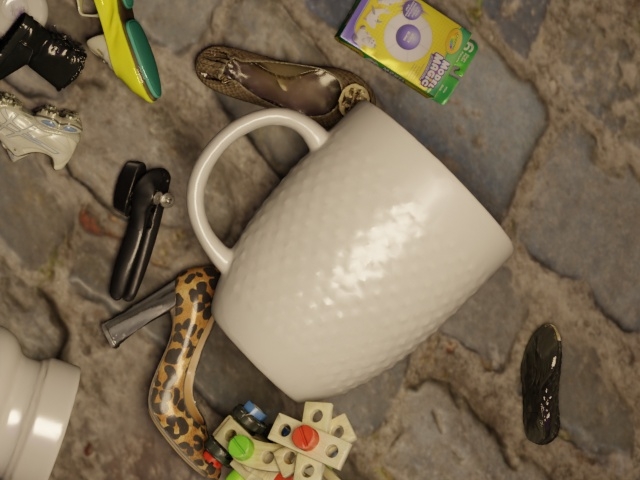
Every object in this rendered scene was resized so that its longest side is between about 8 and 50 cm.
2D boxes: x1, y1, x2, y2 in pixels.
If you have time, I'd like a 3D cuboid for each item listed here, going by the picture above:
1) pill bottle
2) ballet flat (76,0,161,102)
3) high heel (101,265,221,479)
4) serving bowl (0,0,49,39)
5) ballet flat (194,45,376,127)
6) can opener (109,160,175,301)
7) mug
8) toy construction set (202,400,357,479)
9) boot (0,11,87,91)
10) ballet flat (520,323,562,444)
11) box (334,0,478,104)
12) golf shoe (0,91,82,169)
[{"bbox_3d":[-0.492,0.181,1.615,0.363,0.210,0.210,19,91,-12],"label":"pill bottle"},{"bbox_3d":[-0.267,-0.282,1.695,0.077,0.077,0.231,-14,95,12],"label":"ballet flat"},{"bbox_3d":[-0.146,0.171,1.740,0.186,0.093,0.261,-31,93,-3],"label":"high heel"},{"bbox_3d":[-0.388,-0.294,1.685,0.083,0.027,0.083,-1,95,-12],"label":"serving bowl"},{"bbox_3d":[-0.044,-0.205,1.745,0.250,0.058,0.084,15,93,-12],"label":"ballet flat"},{"bbox_3d":[-0.237,-0.009,1.734,0.059,0.073,0.186,3,100,-50],"label":"can opener"},{"bbox_3d":[0.000,0.000,1.666,0.328,0.276,0.374,-45,100,-1],"label":"mug"},{"bbox_3d":[-0.025,0.307,1.693,0.151,0.328,0.215,-42,58,-16],"label":"toy construction set"},{"bbox_3d":[-0.365,-0.224,1.686,0.099,0.045,0.121,33,111,-30],"label":"boot"},{"bbox_3d":[0.314,0.202,1.867,0.049,0.057,0.173,-3,99,-52],"label":"ballet flat"},{"bbox_3d":[0.121,-0.268,1.781,0.179,0.043,0.105,30,89,-14],"label":"box"},{"bbox_3d":[-0.395,-0.142,1.681,0.176,0.069,0.086,18,104,-7],"label":"golf shoe"}]
